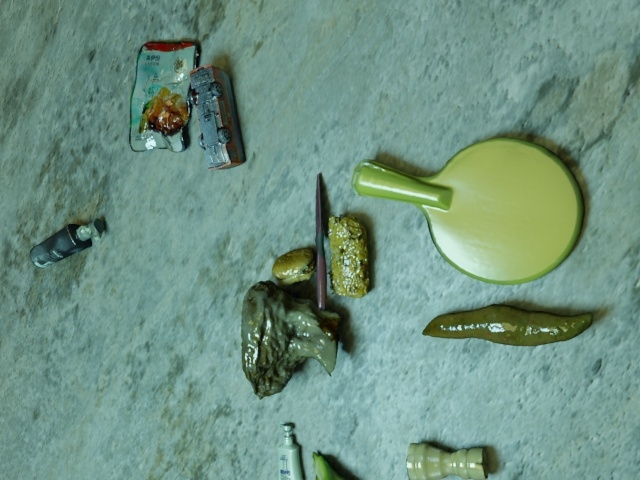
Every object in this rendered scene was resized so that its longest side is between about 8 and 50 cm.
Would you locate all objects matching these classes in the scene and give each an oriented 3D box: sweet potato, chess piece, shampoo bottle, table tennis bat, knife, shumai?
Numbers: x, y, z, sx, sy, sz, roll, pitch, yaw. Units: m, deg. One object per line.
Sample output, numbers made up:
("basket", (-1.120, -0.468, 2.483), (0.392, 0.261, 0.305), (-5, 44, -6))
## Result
("sweet potato", (0.273, 0.130, 0.978), (0.273, 0.067, 0.067), (-6, 89, 34))
("chess piece", (0.204, 0.358, 1.022), (0.122, 0.066, 0.066), (-6, 88, 22))
("shampoo bottle", (-0.561, 0.005, 1.423), (0.207, 0.057, 0.064), (-23, 80, 27))
("table tennis bat", (0.220, -0.060, 1.009), (0.368, 0.054, 0.224), (15, 100, 23))
("knife", (0.000, 0.000, 1.118), (0.018, 0.035, 0.248), (2, 73, -9))
("shampoo bottle", (-0.056, 0.409, 1.177), (0.048, 0.034, 0.141), (-5, 89, 35))
("shumai", (-0.051, 0.174, 1.121), (0.175, 0.166, 0.206), (1, 116, -4))

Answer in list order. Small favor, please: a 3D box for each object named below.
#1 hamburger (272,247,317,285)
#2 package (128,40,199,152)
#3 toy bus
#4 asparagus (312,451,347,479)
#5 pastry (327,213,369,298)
("hamburger", (-0.045, 0.045, 1.141), (0.083, 0.076, 0.044), (-19, 112, 23))
("package", (-0.325, -0.291, 1.300), (0.166, 0.040, 0.232), (11, 95, 28))
("toy bus", (-0.196, -0.230, 1.210), (0.064, 0.077, 0.193), (-12, 88, 26))
("asparagus", (0.089, 0.498, 1.076), (0.343, 0.085, 0.082), (43, 134, 18))
("pastry", (0.049, 0.027, 1.099), (0.079, 0.056, 0.140), (7, 101, 35))
